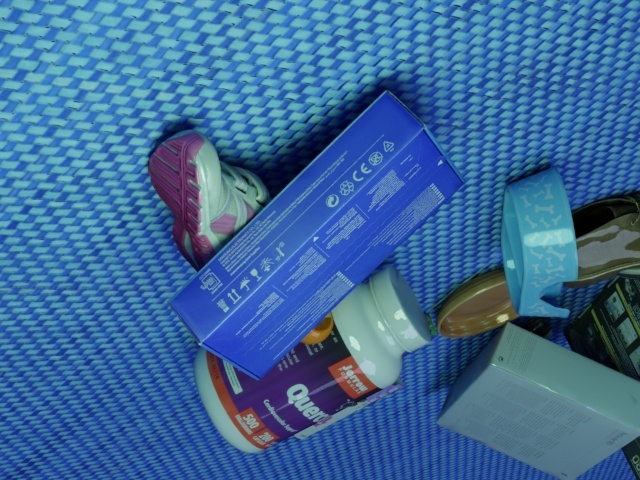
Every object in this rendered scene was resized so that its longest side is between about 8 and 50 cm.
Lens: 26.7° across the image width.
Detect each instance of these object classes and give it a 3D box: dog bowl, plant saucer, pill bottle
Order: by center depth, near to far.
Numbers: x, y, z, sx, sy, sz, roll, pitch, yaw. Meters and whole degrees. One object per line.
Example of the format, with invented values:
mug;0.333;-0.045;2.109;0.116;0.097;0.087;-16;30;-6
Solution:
dog bowl;0.309;0.011;1.940;0.074;0.166;0.297;-9;155;0
pill bottle;-0.010;0.165;1.948;0.323;0.181;0.181;-29;155;14
plant saucer;0.279;0.097;2.225;0.200;0.037;0.200;-19;156;-9

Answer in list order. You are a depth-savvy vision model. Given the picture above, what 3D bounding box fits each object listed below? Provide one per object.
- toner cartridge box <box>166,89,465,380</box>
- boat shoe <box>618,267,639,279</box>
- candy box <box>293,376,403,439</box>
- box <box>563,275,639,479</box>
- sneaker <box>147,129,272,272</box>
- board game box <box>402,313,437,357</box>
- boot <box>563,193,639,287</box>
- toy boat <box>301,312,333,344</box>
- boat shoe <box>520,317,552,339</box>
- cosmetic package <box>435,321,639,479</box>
toner cartridge box;0.000;0.000;1.562;0.348;0.075;0.165;-44;151;2
boat shoe;0.581;0.046;2.168;0.103;0.092;0.285;-42;-161;-29
candy box;0.009;0.230;2.118;0.196;0.070;0.165;-29;154;14
box;0.609;0.253;2.384;0.097;0.395;0.318;-11;152;-26
sneaker;-0.116;-0.050;1.536;0.111;0.103;0.252;-36;153;-16
board game box;0.009;0.205;2.209;0.317;0.046;0.213;-36;151;28
boot;0.497;-0.027;2.085;0.305;0.112;0.115;-23;142;3
toy boat;-0.021;0.062;1.751;0.151;0.151;0.231;-11;155;-3
boat shoe;0.358;0.179;2.454;0.125;0.038;0.046;-25;-162;18
cosmetic package;0.396;0.301;2.434;0.284;0.097;0.377;26;155;1
